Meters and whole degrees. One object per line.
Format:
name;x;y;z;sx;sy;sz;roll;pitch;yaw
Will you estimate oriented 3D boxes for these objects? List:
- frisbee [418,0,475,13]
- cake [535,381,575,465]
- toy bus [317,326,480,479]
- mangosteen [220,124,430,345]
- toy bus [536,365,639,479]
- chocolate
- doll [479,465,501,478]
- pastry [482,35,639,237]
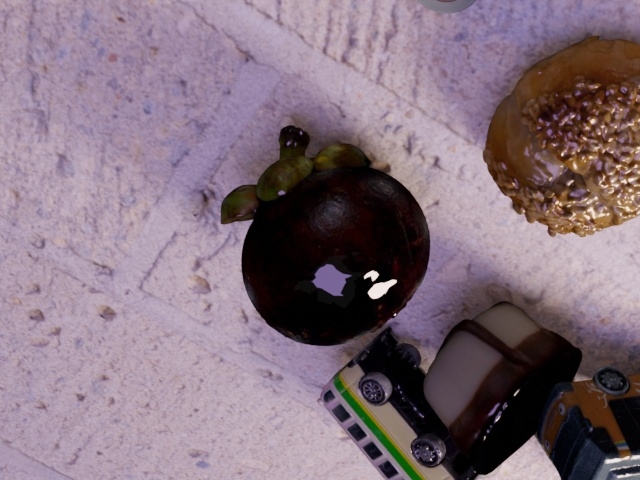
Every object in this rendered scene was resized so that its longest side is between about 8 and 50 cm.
frisbee;0.176;-0.368;1.448;0.110;0.014;0.110;7;130;8
cake;0.501;0.399;1.897;0.283;0.172;0.158;35;127;-12
toy bus;0.148;0.337;1.886;0.305;0.143;0.179;49;129;4
mangosteen;0.010;0.010;1.624;0.330;0.330;0.330;7;130;9
toy bus;0.553;0.325;1.745;0.323;0.194;0.162;-5;133;-15
chocolate;0.292;0.233;1.769;0.186;0.283;0.284;39;139;31
doll;0.315;0.367;1.956;0.107;0.110;0.181;9;129;-21
pastry;0.387;-0.132;1.476;0.284;0.184;0.315;36;128;-16
